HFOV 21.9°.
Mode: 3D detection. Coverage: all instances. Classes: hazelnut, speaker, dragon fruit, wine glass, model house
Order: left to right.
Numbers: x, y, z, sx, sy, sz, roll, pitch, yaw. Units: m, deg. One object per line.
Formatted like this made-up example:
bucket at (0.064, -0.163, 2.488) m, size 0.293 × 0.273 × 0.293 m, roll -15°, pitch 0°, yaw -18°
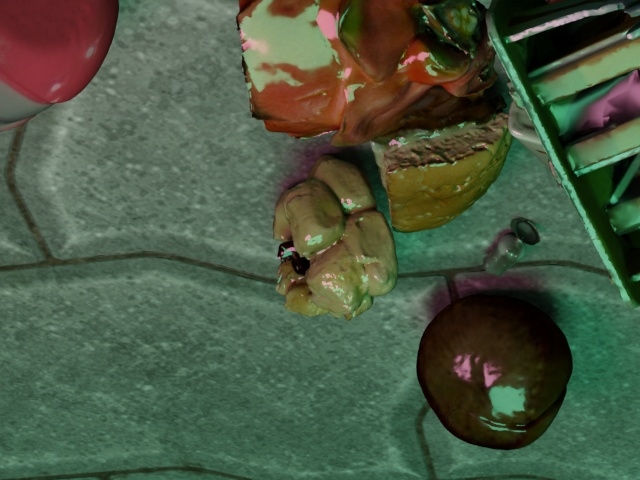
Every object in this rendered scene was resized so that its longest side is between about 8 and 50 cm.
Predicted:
speaker at (-0.351, -0.240, 1.628) m, size 0.294 × 0.294 × 0.294 m, roll 2°, pitch 140°, yaw 1°
dragon fruit at (0.044, -0.235, 1.515) m, size 0.225 × 0.305 × 0.305 m, roll -6°, pitch 140°, yaw 7°
hazelnut at (0.227, 0.159, 2.084) m, size 0.208 × 0.208 × 0.208 m, roll 2°, pitch 140°, yaw 1°
wine glass at (0.227, 0.009, 2.001) m, size 0.042 × 0.039 × 0.083 m, roll 17°, pitch 142°, yaw -20°
model house at (0.337, -0.125, 1.387) m, size 0.323 × 0.340 × 0.300 m, roll -23°, pitch 108°, yaw 23°

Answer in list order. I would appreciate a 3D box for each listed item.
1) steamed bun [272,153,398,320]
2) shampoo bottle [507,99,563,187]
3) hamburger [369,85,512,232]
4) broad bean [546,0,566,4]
steamed bun at (0.000, 0.000, 1.897) m, size 0.106 × 0.192 × 0.177 m, roll -10°, pitch 175°, yaw -24°
shampoo bottle at (0.287, -0.091, 1.759) m, size 0.153 × 0.071 × 0.284 m, roll 9°, pitch 170°, yaw 13°
hamburger at (0.132, -0.074, 1.831) m, size 0.155 × 0.135 × 0.208 m, roll 2°, pitch 143°, yaw 3°
broad bean at (0.330, -0.191, 1.686) m, size 0.228 × 0.122 × 0.156 m, roll 19°, pitch 144°, yaw -13°
